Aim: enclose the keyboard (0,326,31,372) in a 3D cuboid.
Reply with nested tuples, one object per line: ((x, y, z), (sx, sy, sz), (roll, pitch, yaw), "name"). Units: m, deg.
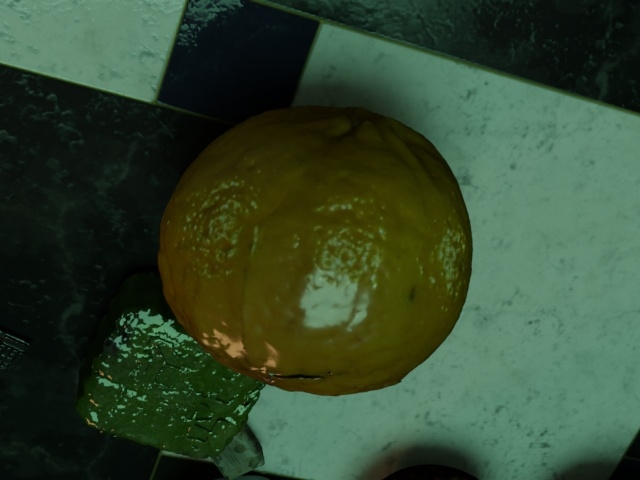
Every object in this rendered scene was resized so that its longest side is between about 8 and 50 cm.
((-0.454, 0.107, 1.471), (0.195, 0.018, 0.060), (27, 117, -22), "keyboard")

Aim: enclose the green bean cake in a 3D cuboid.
((-0.178, 0.151, 1.483), (0.214, 0.113, 0.200), (21, 114, -20), "green bean cake")

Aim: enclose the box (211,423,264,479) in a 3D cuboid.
((-0.122, 0.268, 1.605), (0.062, 0.045, 0.098), (-27, 121, 7), "box")

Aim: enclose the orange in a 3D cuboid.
((0.000, 0.000, 1.290), (0.341, 0.340, 0.293), (8, 109, -13), "orange")

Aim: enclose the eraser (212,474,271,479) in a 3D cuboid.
((-0.179, 0.459, 1.655), (0.189, 0.104, 0.290), (0, 129, -48), "eraser")

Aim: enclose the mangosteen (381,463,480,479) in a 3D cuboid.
((0.145, 0.435, 1.676), (0.231, 0.231, 0.289), (4, 160, -11), "mangosteen")
